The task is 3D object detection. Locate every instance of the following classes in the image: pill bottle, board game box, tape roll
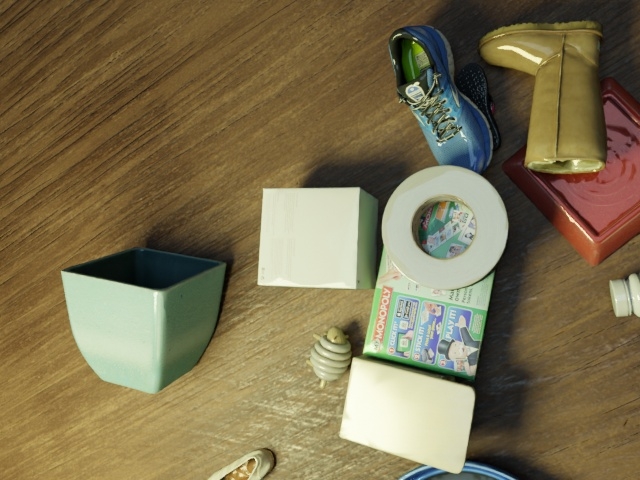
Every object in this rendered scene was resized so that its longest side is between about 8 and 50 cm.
[{"bbox_3d":[0.574,0.090,1.042,0.137,0.078,0.078,-11,81,19],"label":"pill bottle"},{"bbox_3d":[0.214,0.081,1.145,0.213,0.046,0.318,11,89,21],"label":"board game box"},{"bbox_3d":[0.224,-0.020,1.089,0.219,0.072,0.219,-2,85,19],"label":"tape roll"}]

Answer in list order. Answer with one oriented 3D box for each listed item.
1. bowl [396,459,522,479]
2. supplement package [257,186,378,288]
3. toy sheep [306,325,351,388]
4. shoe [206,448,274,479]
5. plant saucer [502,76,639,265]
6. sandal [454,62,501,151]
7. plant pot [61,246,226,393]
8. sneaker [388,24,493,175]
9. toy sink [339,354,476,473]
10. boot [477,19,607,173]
[{"bbox_3d":[0.270,0.593,1.105,0.390,0.077,0.392,-2,84,20],"label":"bowl"},{"bbox_3d":[0.000,0.000,1.223,0.203,0.149,0.194,1,85,20],"label":"supplement package"},{"bbox_3d":[0.019,0.236,1.231,0.091,0.091,0.132,17,104,21],"label":"toy sheep"},{"bbox_3d":[-0.194,0.515,1.291,0.219,0.058,0.077,-41,73,12],"label":"shoe"},{"bbox_3d":[0.511,-0.131,1.105,0.258,0.047,0.259,-41,72,12],"label":"plant saucer"},{"bbox_3d":[0.311,-0.257,1.195,0.067,0.040,0.179,-16,89,38],"label":"sandal"},{"bbox_3d":[-0.371,0.174,1.302,0.247,0.248,0.253,9,104,20],"label":"plant pot"},{"bbox_3d":[0.210,-0.256,1.154,0.129,0.147,0.330,-30,79,38],"label":"sneaker"},{"bbox_3d":[0.175,0.314,1.139,0.234,0.131,0.153,8,87,26],"label":"toy sink"},{"bbox_3d":[0.393,-0.258,1.106,0.236,0.089,0.270,1,76,30],"label":"boot"}]
